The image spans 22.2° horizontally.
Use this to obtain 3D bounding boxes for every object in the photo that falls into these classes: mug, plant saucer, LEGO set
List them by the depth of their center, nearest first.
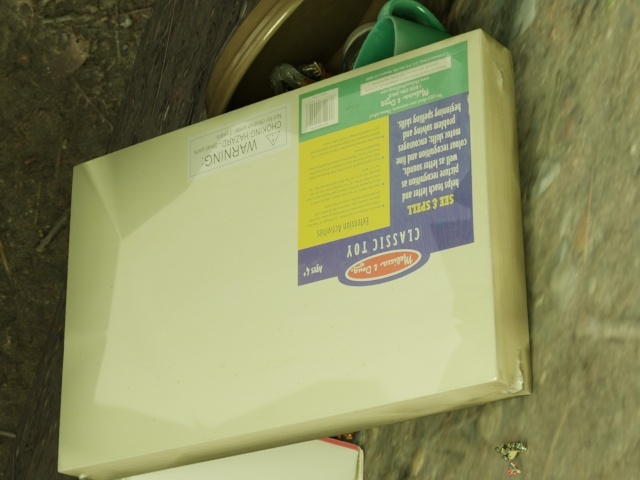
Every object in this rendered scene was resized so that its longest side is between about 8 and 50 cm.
[{"bbox_3d":[0.122,0.175,1.089,0.083,0.023,0.054,-62,17,-4],"label":"LEGO set"},{"bbox_3d":[0.085,-0.123,1.349,0.129,0.097,0.157,-172,98,-75],"label":"mug"},{"bbox_3d":[-0.009,-0.188,1.534,0.278,0.041,0.278,-41,-15,-13],"label":"plant saucer"}]

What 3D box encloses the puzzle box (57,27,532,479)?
[{"bbox_3d":[-0.032,0.023,1.246,0.409,0.052,0.272,-15,63,33],"label":"puzzle box"}]

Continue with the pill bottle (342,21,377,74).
[{"bbox_3d":[0.062,-0.149,1.493,0.137,0.078,0.078,-108,36,-64],"label":"pill bottle"}]

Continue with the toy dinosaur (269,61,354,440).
[{"bbox_3d":[0.000,0.000,1.424,0.164,0.218,0.322,-38,69,28],"label":"toy dinosaur"}]

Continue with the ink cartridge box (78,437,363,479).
[{"bbox_3d":[-0.110,0.260,1.463,0.283,0.207,0.117,126,155,-54],"label":"ink cartridge box"}]
